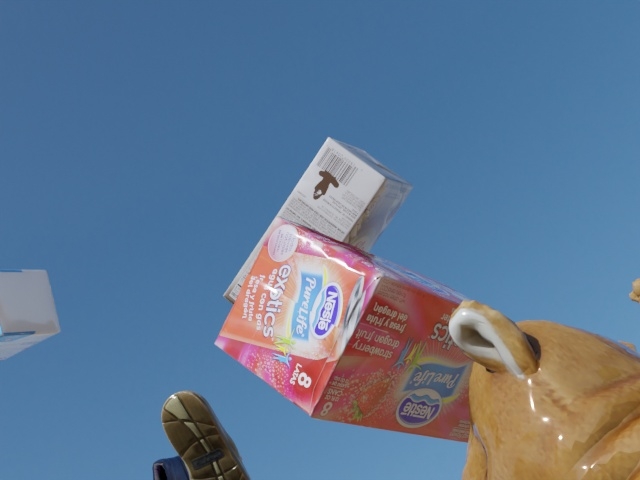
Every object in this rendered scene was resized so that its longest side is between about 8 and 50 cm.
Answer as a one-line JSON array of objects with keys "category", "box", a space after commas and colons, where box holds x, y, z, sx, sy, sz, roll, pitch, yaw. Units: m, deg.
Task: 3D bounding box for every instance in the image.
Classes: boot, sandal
[{"category": "boot", "box": [-0.179, 0.384, 1.152, 0.069, 0.190, 0.086, -25, -19, 37]}, {"category": "sandal", "box": [-0.115, 0.240, 0.914, 0.072, 0.180, 0.049, -22, 5, 6]}]

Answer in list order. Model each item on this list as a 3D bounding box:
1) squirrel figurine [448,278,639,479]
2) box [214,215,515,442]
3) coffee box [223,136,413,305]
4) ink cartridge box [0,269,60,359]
[{"category": "squirrel figurine", "box": [0.241, 0.128, 0.473, 0.281, 0.370, 0.397, 12, -68, -28]}, {"category": "box", "box": [0.055, 0.085, 0.738, 0.257, 0.128, 0.122, 22, -85, -48]}, {"category": "coffee box", "box": [0.000, 0.000, 1.111, 0.246, 0.098, 0.141, -56, -18, 12]}, {"category": "ink cartridge box", "box": [-0.434, 0.105, 1.132, 0.143, 0.090, 0.092, -25, -15, 30]}]
